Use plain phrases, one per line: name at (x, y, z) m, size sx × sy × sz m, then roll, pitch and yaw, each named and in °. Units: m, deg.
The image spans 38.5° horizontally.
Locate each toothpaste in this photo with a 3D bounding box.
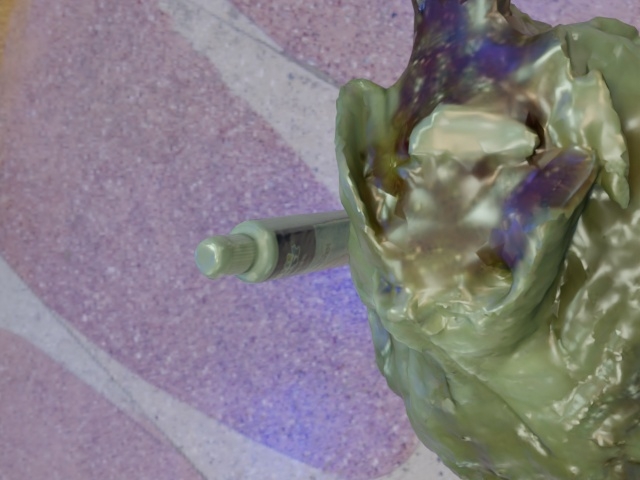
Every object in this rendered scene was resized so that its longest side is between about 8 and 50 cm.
toothpaste at (0.000, 0.000, 0.582) m, size 0.062 × 0.216 × 0.037 m, roll -47°, pitch 69°, yaw 28°

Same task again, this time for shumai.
shumai at (0.102, 0.010, 0.390) m, size 0.256 × 0.218 × 0.189 m, roll -27°, pitch 50°, yaw 34°
